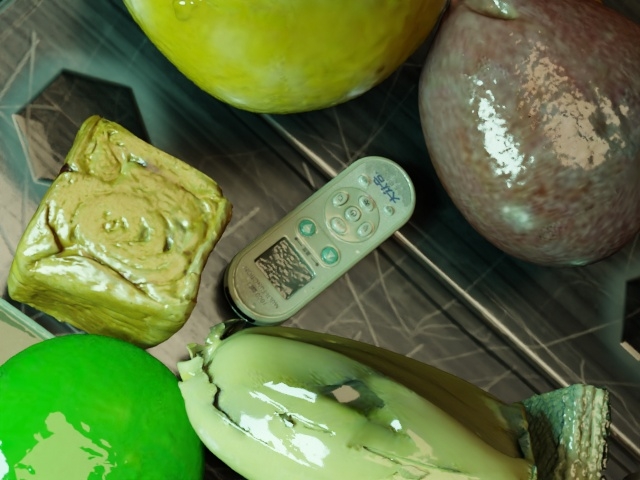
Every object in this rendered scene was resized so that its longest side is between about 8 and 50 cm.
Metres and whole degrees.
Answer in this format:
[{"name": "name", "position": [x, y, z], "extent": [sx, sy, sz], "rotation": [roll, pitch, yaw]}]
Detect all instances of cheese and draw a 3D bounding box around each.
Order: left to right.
[{"name": "cheese", "position": [0.028, 0.157, 1.222], "extent": [0.316, 0.259, 0.128], "rotation": [23, 95, -4]}]

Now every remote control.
[{"name": "remote control", "position": [0.000, 0.000, 1.358], "extent": [0.221, 0.042, 0.078], "rotation": [-39, 90, -23]}]

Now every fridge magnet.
[{"name": "fridge magnet", "position": [-0.198, 0.181, 1.208], "extent": [0.208, 0.088, 0.208], "rotation": [6, 75, -22]}]

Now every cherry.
[{"name": "cherry", "position": [0.216, -0.111, 1.360], "extent": [0.307, 0.221, 0.261], "rotation": [42, 58, -15]}]

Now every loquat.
[{"name": "loquat", "position": [-0.025, -0.272, 1.271], "extent": [0.328, 0.359, 0.328], "rotation": [-3, 101, -15]}]

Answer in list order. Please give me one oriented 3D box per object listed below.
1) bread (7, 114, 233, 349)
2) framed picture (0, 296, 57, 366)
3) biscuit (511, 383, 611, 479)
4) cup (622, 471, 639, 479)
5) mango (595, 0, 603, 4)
[{"name": "bread", "position": [-0.172, 0.000, 1.248], "extent": [0.158, 0.143, 0.149], "rotation": [22, 68, -7]}, {"name": "framed picture", "position": [-0.334, 0.126, 1.224], "extent": [0.150, 0.015, 0.203], "rotation": [36, 66, -6]}, {"name": "biscuit", "position": [0.195, 0.255, 1.292], "extent": [0.046, 0.147, 0.250], "rotation": [16, 72, -17]}, {"name": "cup", "position": [0.312, 0.327, 1.301], "extent": [0.253, 0.191, 0.200], "rotation": [14, 70, 18]}, {"name": "mango", "position": [0.238, -0.233, 1.488], "extent": [0.159, 0.084, 0.105], "rotation": [40, 48, -25]}]
